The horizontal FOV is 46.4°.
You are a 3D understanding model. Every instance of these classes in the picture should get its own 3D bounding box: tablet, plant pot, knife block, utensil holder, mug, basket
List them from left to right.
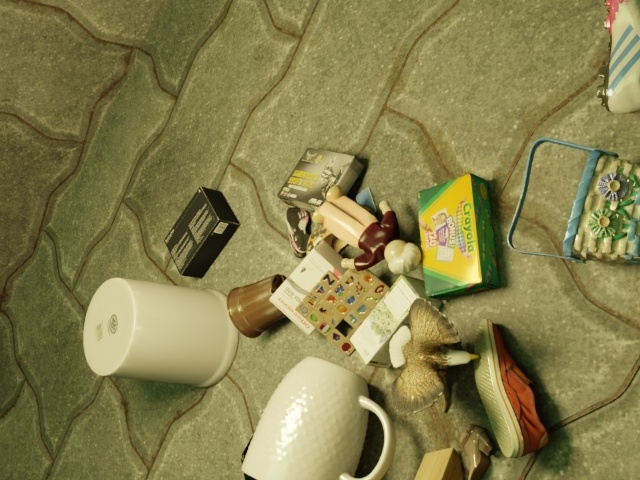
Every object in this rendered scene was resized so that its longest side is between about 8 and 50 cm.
[{"bbox_3d":[-0.509,0.294,2.393,0.327,0.385,0.328,-14,69,41],"label":"utensil holder"},{"bbox_3d":[-0.167,0.187,2.248,0.165,0.167,0.167,-29,60,29],"label":"plant pot"},{"bbox_3d":[0.022,0.489,1.892,0.374,0.276,0.328,11,73,37],"label":"mug"},{"bbox_3d":[0.130,-0.105,2.129,0.054,0.006,0.083,-37,55,34],"label":"tablet"},{"bbox_3d":[0.232,0.607,1.660,0.088,0.242,0.276,-26,61,37],"label":"knife block"},{"bbox_3d":[0.552,-0.076,1.553,0.288,0.201,0.255,13,89,36],"label":"basket"}]

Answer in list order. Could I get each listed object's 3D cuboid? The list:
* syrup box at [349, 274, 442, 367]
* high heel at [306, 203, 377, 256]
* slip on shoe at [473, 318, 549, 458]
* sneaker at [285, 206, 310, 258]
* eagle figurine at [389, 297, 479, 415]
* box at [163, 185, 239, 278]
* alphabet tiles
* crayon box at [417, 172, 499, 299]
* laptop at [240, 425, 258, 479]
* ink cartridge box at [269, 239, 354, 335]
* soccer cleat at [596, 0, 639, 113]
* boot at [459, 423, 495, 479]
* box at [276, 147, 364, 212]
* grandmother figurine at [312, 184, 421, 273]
[{"bbox_3d":[0.190,0.211,1.916,0.237,0.096,0.093,-55,45,20],"label":"syrup box"},{"bbox_3d":[0.057,0.014,2.105,0.186,0.093,0.261,24,93,48],"label":"high heel"},{"bbox_3d":[0.416,0.322,1.665,0.123,0.101,0.331,97,166,-49],"label":"slip on shoe"},{"bbox_3d":[-0.075,-0.022,2.271,0.077,0.071,0.178,110,160,-49],"label":"sneaker"},{"bbox_3d":[0.247,0.265,1.703,0.225,0.298,0.226,-37,68,15],"label":"eagle figurine"},{"bbox_3d":[-0.414,-0.027,2.589,0.261,0.103,0.184,-52,51,23],"label":"box"},{"bbox_3d":[0.071,0.172,2.026,0.198,0.009,0.237,41,113,4],"label":"alphabet tiles"},{"bbox_3d":[0.336,-0.006,1.839,0.165,0.081,0.279,-19,66,41],"label":"crayon box"},{"bbox_3d":[-0.104,0.650,2.153,0.234,0.136,0.264,7,58,45],"label":"laptop"},{"bbox_3d":[-0.014,0.135,2.099,0.158,0.092,0.218,42,116,3],"label":"ink cartridge box"},{"bbox_3d":[0.683,-0.430,1.602,0.143,0.116,0.331,3,83,30],"label":"soccer cleat"},{"bbox_3d":[0.352,0.487,1.723,0.087,0.042,0.118,42,108,50],"label":"boot"},{"bbox_3d":[-0.003,-0.174,2.195,0.231,0.056,0.183,20,74,51],"label":"box"},{"bbox_3d":[0.124,-0.010,1.951,0.342,0.104,0.208,33,99,39],"label":"grandmother figurine"}]
